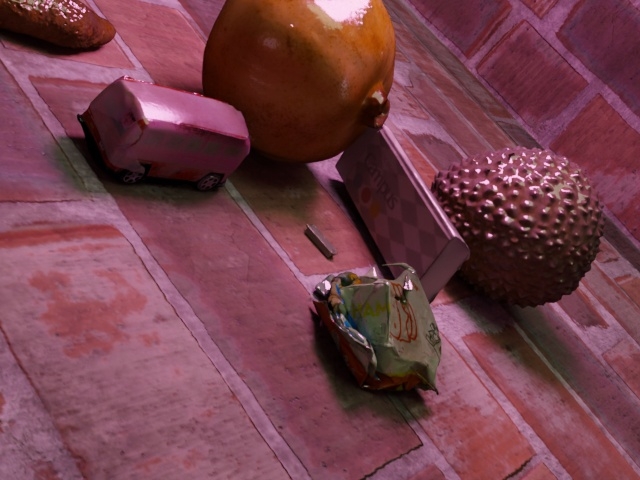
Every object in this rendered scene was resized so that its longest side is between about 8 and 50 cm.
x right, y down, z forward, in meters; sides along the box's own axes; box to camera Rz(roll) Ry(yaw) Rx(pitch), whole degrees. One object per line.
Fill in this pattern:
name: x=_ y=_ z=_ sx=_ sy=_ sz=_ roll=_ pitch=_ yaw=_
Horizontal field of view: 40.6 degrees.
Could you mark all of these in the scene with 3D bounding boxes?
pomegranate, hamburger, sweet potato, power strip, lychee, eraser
pomegranate: x=-0.026 y=-0.346 z=1.714 sx=0.416 sy=0.417 sz=0.417 roll=33 pitch=27 yaw=-19
hamburger: x=0.118 y=0.127 z=1.485 sx=0.260 sy=0.150 sz=0.276 roll=28 pitch=28 yaw=-30
sweet potato: x=-0.474 y=-0.396 z=1.529 sx=0.114 sy=0.092 sz=0.341 roll=38 pitch=19 yaw=32
power strip: x=0.000 y=0.000 z=1.668 sx=0.083 sy=0.017 sz=0.027 roll=48 pitch=25 yaw=11
lychee: x=0.444 y=-0.036 z=1.981 sx=0.431 sy=0.381 sz=0.380 roll=16 pitch=31 yaw=-10
eraser: x=0.160 y=-0.069 z=1.797 sx=0.082 sy=0.213 sz=0.397 roll=6 pitch=42 yaw=-35

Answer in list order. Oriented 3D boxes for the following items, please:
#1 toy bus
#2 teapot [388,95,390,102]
toy bus: x=-0.247 y=-0.172 z=1.447 sx=0.302 sy=0.147 sz=0.128 roll=2 pitch=52 yaw=-53
teapot: x=0.094 y=-0.439 z=2.366 sx=0.193 sy=0.129 sz=0.294 roll=3 pitch=45 yaw=-52
